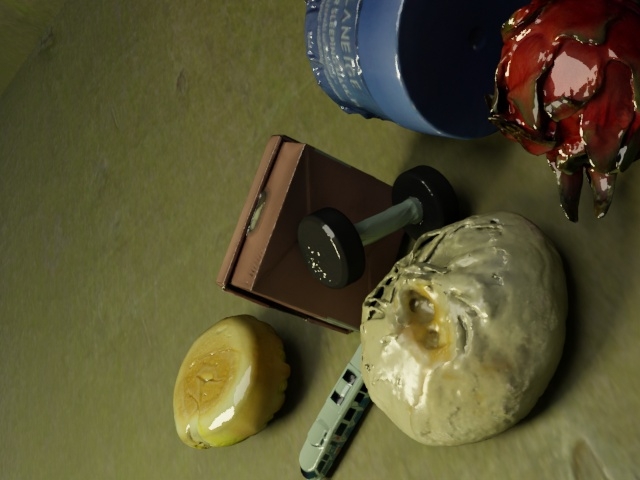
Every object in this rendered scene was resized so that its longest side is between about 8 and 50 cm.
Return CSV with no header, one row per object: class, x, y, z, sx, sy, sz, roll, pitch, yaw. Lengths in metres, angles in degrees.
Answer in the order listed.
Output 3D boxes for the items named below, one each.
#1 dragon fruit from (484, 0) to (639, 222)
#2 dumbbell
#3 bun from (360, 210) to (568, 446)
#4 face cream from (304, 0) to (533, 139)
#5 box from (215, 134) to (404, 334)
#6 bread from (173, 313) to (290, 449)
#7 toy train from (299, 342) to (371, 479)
dragon fruit,0.287,-0.161,1.113,0.193,0.192,0.274,-24,64,32
dumbbell,0.074,-0.018,1.282,0.100,0.191,0.100,39,143,38
bun,0.144,0.094,1.180,0.287,0.146,0.287,-33,46,41
face cream,0.130,-0.262,1.311,0.225,0.249,0.249,20,87,56
box,0.000,0.000,1.348,0.086,0.215,0.215,12,79,57
bread,-0.125,0.205,1.482,0.213,0.105,0.213,-32,46,41
toy train,0.028,0.222,1.334,0.207,0.047,0.043,-61,36,4
